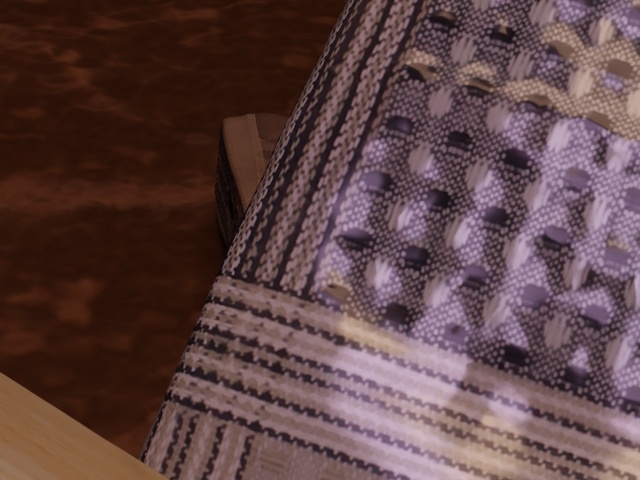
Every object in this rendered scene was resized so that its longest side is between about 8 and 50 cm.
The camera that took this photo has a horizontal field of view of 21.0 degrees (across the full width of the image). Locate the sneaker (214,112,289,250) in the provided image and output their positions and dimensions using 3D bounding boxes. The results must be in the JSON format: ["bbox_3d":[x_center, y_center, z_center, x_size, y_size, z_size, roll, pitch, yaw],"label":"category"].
[{"bbox_3d":[0.000,0.000,0.666,0.071,0.066,0.188,0,31,-8],"label":"sneaker"}]

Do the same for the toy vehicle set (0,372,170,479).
[{"bbox_3d":[-0.005,0.141,0.327,0.267,0.166,0.035,26,36,33],"label":"toy vehicle set"}]

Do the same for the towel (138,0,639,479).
[{"bbox_3d":[0.138,0.005,0.445,0.324,0.056,0.312,21,77,20],"label":"towel"}]
